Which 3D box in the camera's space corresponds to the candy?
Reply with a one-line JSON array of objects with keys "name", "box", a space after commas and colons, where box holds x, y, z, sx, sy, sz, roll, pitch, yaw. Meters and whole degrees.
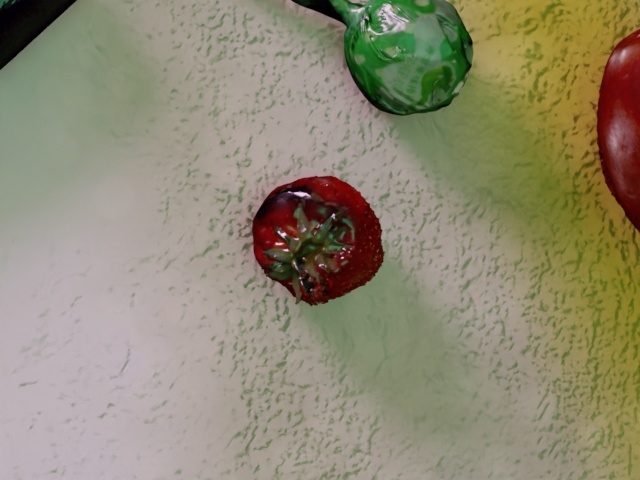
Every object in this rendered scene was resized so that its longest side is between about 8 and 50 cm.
[{"name": "candy", "box": [-0.030, -0.199, 1.157, 0.323, 0.097, 0.097, 29, 84, -6]}]

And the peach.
[{"name": "peach", "box": [0.311, -0.054, 1.203, 0.159, 0.154, 0.267, -42, 110, -19]}]

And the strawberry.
[{"name": "strawberry", "box": [0.001, -0.001, 1.159, 0.106, 0.106, 0.106, 0, 91, -15]}]

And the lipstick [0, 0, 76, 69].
[{"name": "lipstick", "box": [-0.288, -0.117, 1.081, 0.299, 0.081, 0.081, -43, 101, -11]}]
